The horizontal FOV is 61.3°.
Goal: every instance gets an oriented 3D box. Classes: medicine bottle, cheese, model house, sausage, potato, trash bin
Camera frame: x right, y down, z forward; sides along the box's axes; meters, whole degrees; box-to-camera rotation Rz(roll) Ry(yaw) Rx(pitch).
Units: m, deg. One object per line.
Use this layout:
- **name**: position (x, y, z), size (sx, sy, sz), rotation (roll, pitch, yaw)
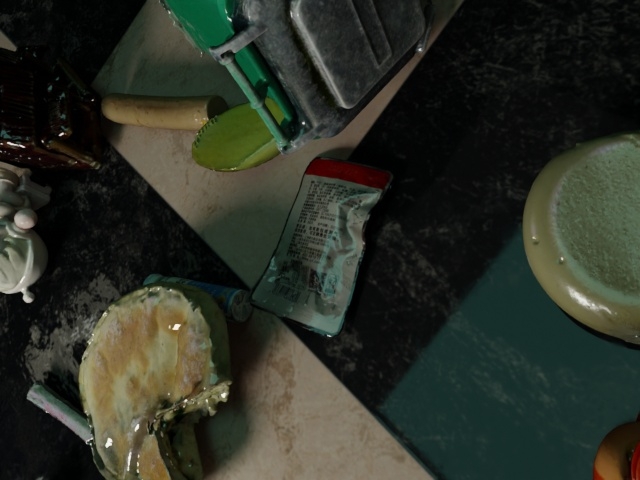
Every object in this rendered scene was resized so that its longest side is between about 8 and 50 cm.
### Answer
- **medicine bottle**: position (-0.189, 0.085, 0.817), size (0.191, 0.051, 0.051), rotation (8, 79, 32)
- **cheese**: position (0.295, 0.002, 0.534), size (0.175, 0.091, 0.202), rotation (-11, 71, 27)
- **model house**: position (-0.597, -0.280, 1.016), size (0.297, 0.283, 0.317), rotation (-17, 70, 34)
- **sausage**: position (-0.291, -0.233, 0.972), size (0.301, 0.066, 0.065), rotation (10, 80, 34)
- **potato**: position (-0.107, -0.159, 0.846), size (0.198, 0.054, 0.119), rotation (-23, 59, 17)
- **trash bin**: position (-0.074, -0.326, 0.749), size (0.295, 0.259, 0.381), rotation (-47, 49, -8)

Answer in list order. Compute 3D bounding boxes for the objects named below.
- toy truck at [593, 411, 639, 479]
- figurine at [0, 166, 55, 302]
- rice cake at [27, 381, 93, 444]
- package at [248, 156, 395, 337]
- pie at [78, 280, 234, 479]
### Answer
- **toy truck**: position (0.317, 0.251, 0.393), size (0.265, 0.189, 0.239), rotation (7, 89, 32)
- **figurine**: position (-0.603, 0.001, 1.049), size (0.182, 0.144, 0.256), rotation (-14, 64, 4)
- **rice cake**: position (-0.424, 0.291, 0.903), size (0.208, 0.033, 0.033), rotation (18, 75, 32)
- **package**: position (0.000, 0.000, 0.744), size (0.154, 0.030, 0.239), rotation (17, 84, 34)
- **pie**: position (-0.237, 0.208, 0.766), size (0.338, 0.075, 0.337), rotation (-5, 81, 38)
